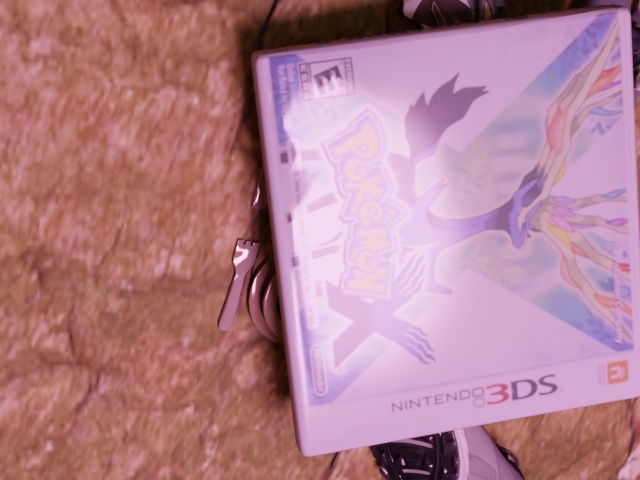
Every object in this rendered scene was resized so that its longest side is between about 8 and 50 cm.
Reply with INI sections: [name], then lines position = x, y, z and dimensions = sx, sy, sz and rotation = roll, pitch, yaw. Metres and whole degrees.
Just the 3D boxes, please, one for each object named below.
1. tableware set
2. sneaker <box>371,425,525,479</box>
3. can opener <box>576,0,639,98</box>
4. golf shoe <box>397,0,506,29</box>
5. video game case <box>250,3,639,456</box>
[tableware set]
position = 0.000, 0.000, 1.129
dimensions = 0.128, 0.039, 0.194
rotation = 10, 104, -27
[sneaker]
position = 0.127, 0.208, 1.239
dimensions = 0.108, 0.100, 0.272
rotation = -40, 118, -37
[can opener]
position = 0.274, -0.255, 1.144
dimensions = 0.095, 0.076, 0.284
rotation = -3, 108, -24
[golf shoe]
position = 0.104, -0.114, 1.125
dimensions = 0.093, 0.077, 0.198
rotation = -7, 104, -10
[video game case]
position = 0.111, -0.006, 1.094
dimensions = 0.299, 0.036, 0.329
rotation = -9, 105, -10
